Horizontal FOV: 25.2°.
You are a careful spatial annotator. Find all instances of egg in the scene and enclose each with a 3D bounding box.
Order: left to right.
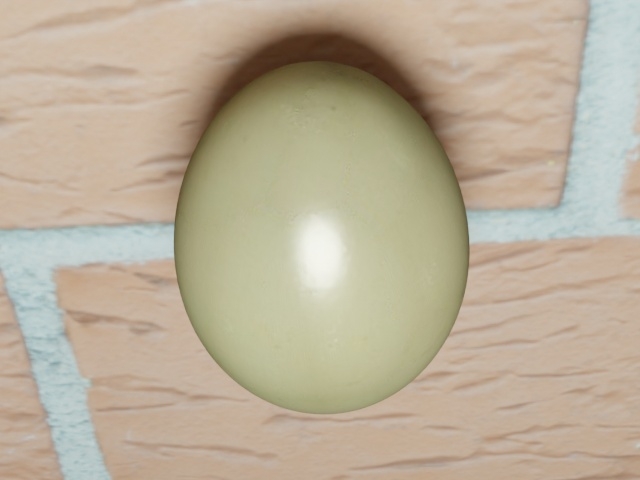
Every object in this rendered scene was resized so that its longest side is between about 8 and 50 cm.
[{"bbox_3d":[0.000,0.000,0.898,0.186,0.186,0.242,-5,127,3],"label":"egg"}]
